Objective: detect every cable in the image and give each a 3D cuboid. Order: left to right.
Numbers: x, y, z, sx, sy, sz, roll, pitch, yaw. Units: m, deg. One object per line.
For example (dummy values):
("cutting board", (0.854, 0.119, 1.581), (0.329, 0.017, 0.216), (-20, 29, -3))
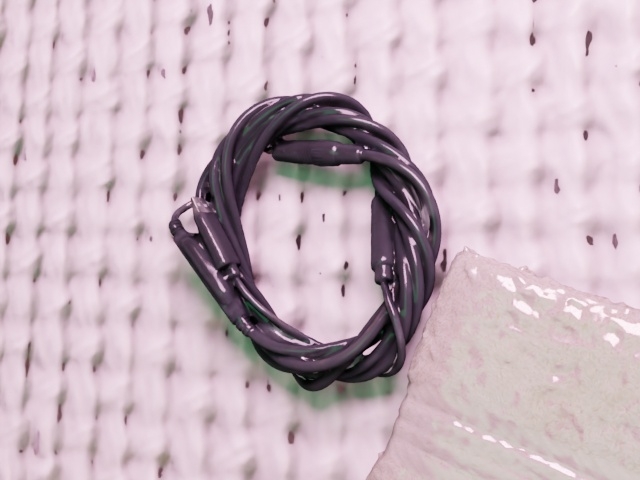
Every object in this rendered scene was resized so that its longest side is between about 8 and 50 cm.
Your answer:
("cable", (0.000, 0.000, 0.516), (0.150, 0.047, 0.184), (-42, 65, 5))

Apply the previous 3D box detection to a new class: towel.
("towel", (0.163, 0.130, 0.420), (0.282, 0.049, 0.187), (21, 88, 25))
